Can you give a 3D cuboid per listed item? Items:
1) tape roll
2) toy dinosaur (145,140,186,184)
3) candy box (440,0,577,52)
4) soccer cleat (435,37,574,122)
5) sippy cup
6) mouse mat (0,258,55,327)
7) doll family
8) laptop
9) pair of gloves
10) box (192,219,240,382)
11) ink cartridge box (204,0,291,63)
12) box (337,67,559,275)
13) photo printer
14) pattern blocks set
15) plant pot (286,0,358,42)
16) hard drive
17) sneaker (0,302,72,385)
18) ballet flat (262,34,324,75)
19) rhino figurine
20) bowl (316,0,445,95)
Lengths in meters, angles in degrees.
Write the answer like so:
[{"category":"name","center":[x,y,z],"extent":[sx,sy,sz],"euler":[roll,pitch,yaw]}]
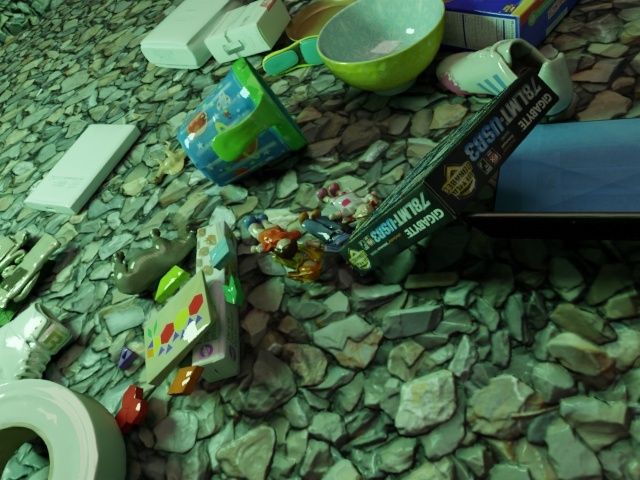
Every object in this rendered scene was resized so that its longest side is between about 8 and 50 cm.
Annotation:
[{"category":"tape roll","center":[-0.453,0.361,0.811],"extent":[0.286,0.100,0.286],"euler":[-3,63,7]},{"category":"toy dinosaur","center":[-0.377,-0.211,1.365],"extent":[0.183,0.053,0.092],"euler":[-44,63,-4]},{"category":"candy box","center":[0.400,-0.567,1.246],"extent":[0.317,0.122,0.268],"euler":[29,68,38]},{"category":"soccer cleat","center":[0.357,-0.351,1.062],"extent":[0.116,0.143,0.331],"euler":[-40,44,-11]},{"category":"sippy cup","center":[-0.185,-0.246,1.190],"extent":[0.224,0.305,0.240],"euler":[-35,74,9]},{"category":"mouse mat","center":[-0.734,0.114,1.272],"extent":[0.153,0.007,0.189],"euler":[8,55,30]},{"category":"doll family","center":[0.000,0.000,0.976],"extent":[0.263,0.118,0.163],"euler":[-26,37,-23]},{"category":"laptop","center":[0.439,-0.118,0.777],"extent":[0.382,0.408,0.236],"euler":[1,86,26]},{"category":"pair of gloves","center":[-0.741,0.065,1.285],"extent":[0.240,0.042,0.204],"euler":[11,61,35]},{"category":"box","center":[-0.192,0.101,0.992],"extent":[0.063,0.067,0.324],"euler":[-19,46,10]},{"category":"ink cartridge box","center":[-0.218,-0.628,1.587],"extent":[0.218,0.092,0.158],"euler":[1,52,35]},{"category":"box","center":[0.185,-0.096,0.831],"extent":[0.073,0.293,0.295],"euler":[45,63,0]},{"category":"photo printer","center":[-0.404,-0.695,1.738],"extent":[0.256,0.107,0.307],"euler":[17,61,35]},{"category":"pattern blocks set","center":[-0.248,0.153,0.924],"extent":[0.325,0.026,0.285],"euler":[-39,41,22]},{"category":"plant pot","center":[0.015,-0.637,1.547],"extent":[0.236,0.032,0.236],"euler":[-13,47,14]},{"category":"hard drive","center":[-0.662,-0.206,1.487],"extent":[0.203,0.040,0.307],"euler":[7,55,30]},{"category":"sneaker","center":[-0.561,0.233,1.021],"extent":[0.169,0.108,0.292],"euler":[-40,46,-6]},{"category":"ballet flat","center":[-0.048,-0.510,1.445],"extent":[0.231,0.077,0.077],"euler":[-11,32,19]},{"category":"rhino figurine","center":[-0.331,0.027,1.114],"extent":[0.243,0.073,0.106],"euler":[-36,42,-9]},{"category":"bowl","center":[0.151,-0.429,1.220],"extent":[0.290,0.156,0.289],"euler":[-13,47,14]}]
